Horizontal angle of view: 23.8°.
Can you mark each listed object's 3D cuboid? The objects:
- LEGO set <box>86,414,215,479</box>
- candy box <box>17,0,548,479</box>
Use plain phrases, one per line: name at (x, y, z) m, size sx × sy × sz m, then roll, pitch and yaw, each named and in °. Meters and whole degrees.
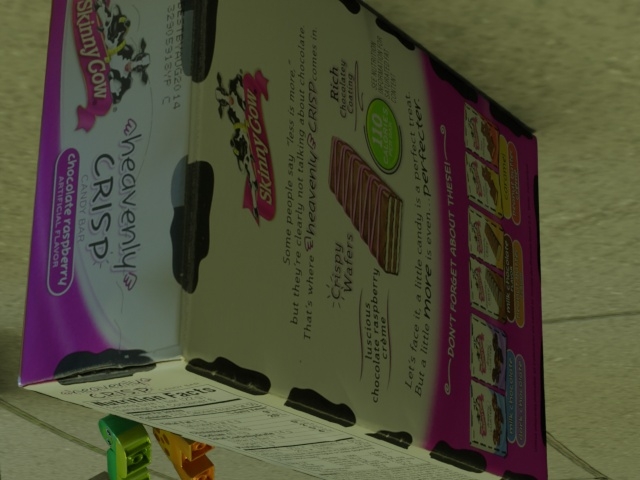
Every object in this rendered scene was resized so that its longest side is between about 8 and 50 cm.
LEGO set at (-0.120, 0.103, 0.970) m, size 0.087 × 0.093 × 0.227 m, roll -26°, pitch 143°, yaw -29°
candy box at (0.000, 0.000, 0.557) m, size 0.071 × 0.159 × 0.233 m, roll -12°, pitch 156°, yaw 32°
